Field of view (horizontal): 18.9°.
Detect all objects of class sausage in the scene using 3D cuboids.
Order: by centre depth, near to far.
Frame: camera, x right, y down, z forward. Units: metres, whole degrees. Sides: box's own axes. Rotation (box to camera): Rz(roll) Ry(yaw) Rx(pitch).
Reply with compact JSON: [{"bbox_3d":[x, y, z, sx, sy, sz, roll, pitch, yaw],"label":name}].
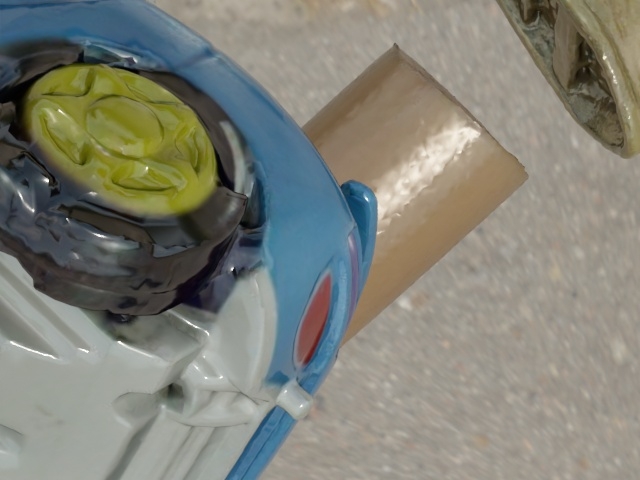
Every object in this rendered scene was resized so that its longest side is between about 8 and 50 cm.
[{"bbox_3d":[0.000,0.000,1.212,0.253,0.123,0.123,-43,74,4],"label":"sausage"}]

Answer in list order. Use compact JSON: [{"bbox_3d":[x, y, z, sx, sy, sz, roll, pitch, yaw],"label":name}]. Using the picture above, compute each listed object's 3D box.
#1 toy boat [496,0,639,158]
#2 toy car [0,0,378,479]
[{"bbox_3d":[0.189,-0.143,1.324,0.061,0.116,0.188,-25,67,-10],"label":"toy boat"},{"bbox_3d":[-0.126,-0.036,0.587,0.314,0.166,0.198,41,128,13],"label":"toy car"}]
